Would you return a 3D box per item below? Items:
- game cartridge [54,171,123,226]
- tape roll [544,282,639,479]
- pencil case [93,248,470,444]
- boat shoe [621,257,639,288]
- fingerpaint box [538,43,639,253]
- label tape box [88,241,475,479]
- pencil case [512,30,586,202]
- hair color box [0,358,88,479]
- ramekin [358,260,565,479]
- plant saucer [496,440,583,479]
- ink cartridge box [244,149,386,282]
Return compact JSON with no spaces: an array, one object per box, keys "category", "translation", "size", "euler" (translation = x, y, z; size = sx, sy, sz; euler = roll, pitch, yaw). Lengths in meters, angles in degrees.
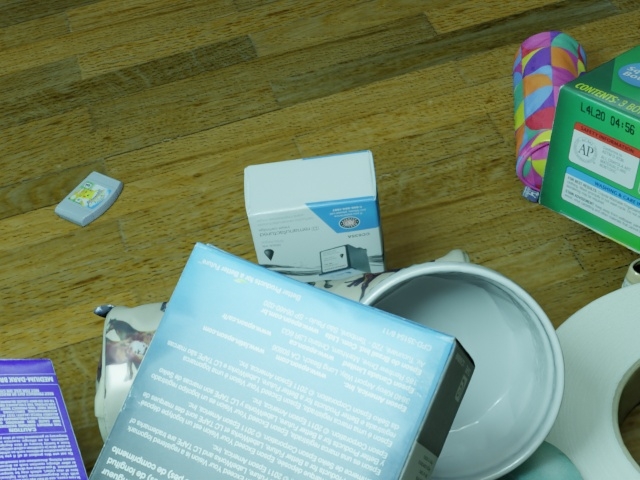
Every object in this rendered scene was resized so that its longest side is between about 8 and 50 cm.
[{"category":"game cartridge","translation":[-0.296,-0.054,1.612],"size":[0.056,0.017,0.083],"euler":[23,54,24]},{"category":"tape roll","translation":[0.388,0.194,1.211],"size":[0.392,0.072,0.392],"euler":[-5,45,5]},{"category":"pencil case","translation":[-0.026,0.114,1.296],"size":[0.410,0.160,0.183],"euler":[-9,18,1]},{"category":"boat shoe","translation":[0.415,0.028,1.377],"size":[0.170,0.059,0.063],"euler":[-18,46,-8]},{"category":"fingerpaint box","translation":[0.529,-0.081,1.336],"size":[0.445,0.163,0.371],"euler":[31,43,34]},{"category":"label tape box","translation":[-0.052,0.200,1.015],"size":[0.241,0.106,0.333],"euler":[20,79,20]},{"category":"pencil case","translation":[0.290,-0.157,1.559],"size":[0.104,0.104,0.236],"euler":[-1,48,9]},{"category":"hair color box","translation":[-0.276,0.288,1.139],"size":[0.110,0.185,0.339],"euler":[4,38,-29]},{"category":"ramekin","translation":[0.113,0.115,1.153],"size":[0.207,0.207,0.109],"euler":[-9,8,1]},{"category":"plant saucer","translation":[0.152,0.261,1.151],"size":[0.195,0.037,0.195],"euler":[-21,49,26]},{"category":"ink cartridge box","translation":[0.000,0.000,1.384],"size":[0.140,0.190,0.082],"euler":[-7,46,3]}]
